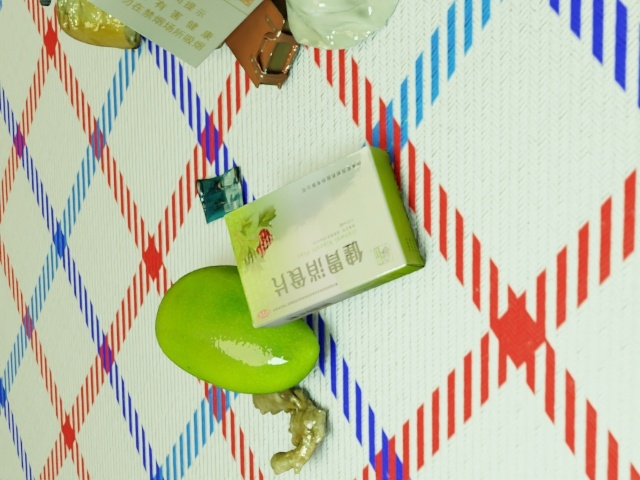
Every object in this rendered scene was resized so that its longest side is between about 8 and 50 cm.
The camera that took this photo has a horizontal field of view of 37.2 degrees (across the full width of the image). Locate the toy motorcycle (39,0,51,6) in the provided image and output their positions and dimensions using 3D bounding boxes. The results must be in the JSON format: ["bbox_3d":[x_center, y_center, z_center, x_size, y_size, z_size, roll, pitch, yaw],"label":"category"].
[{"bbox_3d":[-0.598,-0.628,2.092,0.118,0.084,0.212,-17,76,61],"label":"toy motorcycle"}]

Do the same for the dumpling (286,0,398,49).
[{"bbox_3d":[0.026,-0.349,1.292,0.166,0.126,0.216,36,111,13],"label":"dumpling"}]

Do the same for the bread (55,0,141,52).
[{"bbox_3d":[-0.429,-0.468,1.830,0.262,0.163,0.204,-132,38,-57],"label":"bread"}]

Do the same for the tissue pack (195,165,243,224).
[{"bbox_3d":[-0.177,-0.078,1.655,0.138,0.028,0.085,-15,83,56],"label":"tissue pack"}]

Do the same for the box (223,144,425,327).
[{"bbox_3d":[-0.001,0.000,1.329,0.260,0.062,0.175,-24,74,27],"label":"box"}]

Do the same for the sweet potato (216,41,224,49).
[{"bbox_3d":[-0.237,-0.374,1.652,0.252,0.097,0.097,26,115,56],"label":"sweet potato"}]

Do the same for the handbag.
[{"bbox_3d":[-0.097,-0.339,1.489,0.190,0.063,0.127,57,135,35],"label":"handbag"}]

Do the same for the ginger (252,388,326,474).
[{"bbox_3d":[-0.051,0.274,1.515,0.176,0.052,0.193,-12,73,42],"label":"ginger"}]

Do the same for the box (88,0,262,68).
[{"bbox_3d":[-0.147,-0.418,1.358,0.365,0.204,0.051,-38,39,31],"label":"box"}]

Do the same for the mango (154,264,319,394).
[{"bbox_3d":[-0.128,0.141,1.506,0.343,0.156,0.192,16,80,42],"label":"mango"}]
